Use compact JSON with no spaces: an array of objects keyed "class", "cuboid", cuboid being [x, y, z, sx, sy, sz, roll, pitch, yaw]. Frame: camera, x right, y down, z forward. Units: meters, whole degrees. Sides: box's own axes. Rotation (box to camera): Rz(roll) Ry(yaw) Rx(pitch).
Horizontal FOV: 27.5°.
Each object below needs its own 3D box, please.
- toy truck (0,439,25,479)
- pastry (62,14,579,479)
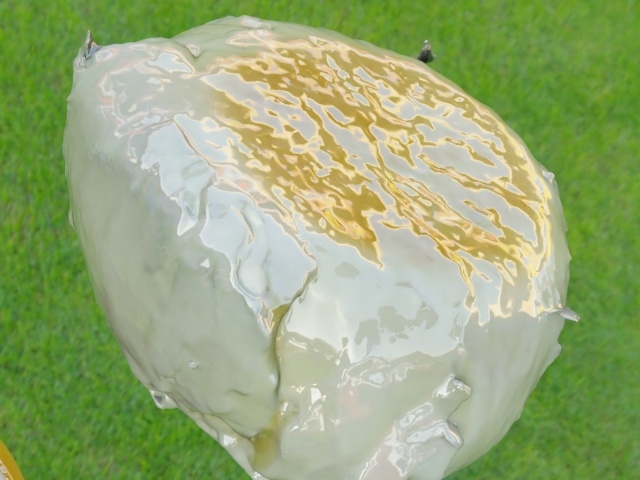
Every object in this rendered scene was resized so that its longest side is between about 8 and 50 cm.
[{"class":"toy truck","cuboid":[-0.286,0.209,0.738,0.288,0.212,0.204,-33,108,-26]},{"class":"pastry","cuboid":[0.000,0.000,0.388,0.166,0.088,0.166,19,35,-14]}]
